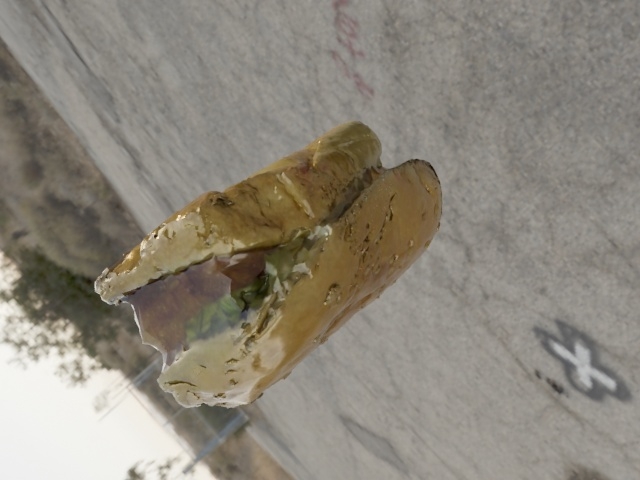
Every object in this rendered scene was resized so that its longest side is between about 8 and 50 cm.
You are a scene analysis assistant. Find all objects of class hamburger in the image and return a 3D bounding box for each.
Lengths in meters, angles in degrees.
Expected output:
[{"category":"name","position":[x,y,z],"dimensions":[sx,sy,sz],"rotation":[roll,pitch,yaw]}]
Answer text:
[{"category":"hamburger","position":[0.000,0.000,0.496],"dimensions":[0.131,0.262,0.124],"rotation":[-31,94,40]}]
